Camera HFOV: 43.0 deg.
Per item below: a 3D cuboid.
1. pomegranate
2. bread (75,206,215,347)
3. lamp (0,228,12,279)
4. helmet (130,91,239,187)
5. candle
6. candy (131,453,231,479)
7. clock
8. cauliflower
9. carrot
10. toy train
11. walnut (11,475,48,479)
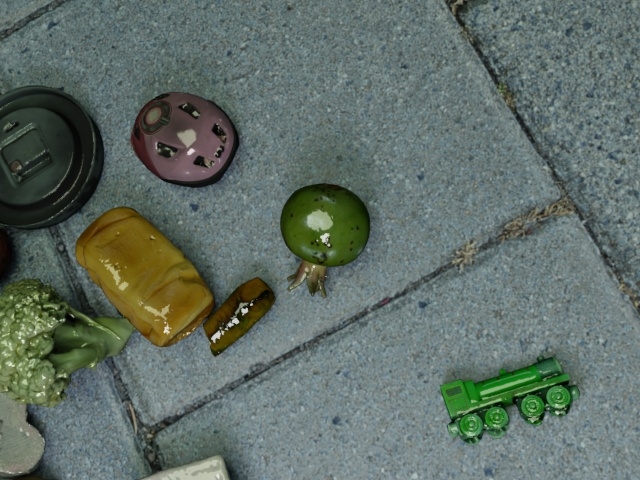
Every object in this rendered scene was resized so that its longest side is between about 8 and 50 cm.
[{"bbox_3d":[0.000,0.000,1.594,0.181,0.181,0.224,23,105,14],"label":"pomegranate"},{"bbox_3d":[-0.356,0.075,1.635,0.167,0.132,0.294,-38,71,-26],"label":"bread"},{"bbox_3d":[-0.742,0.030,1.722,0.157,0.135,0.156,1,79,8],"label":"lamp"},{"bbox_3d":[-0.297,-0.222,1.696,0.253,0.154,0.198,28,85,9],"label":"helmet"},{"bbox_3d":[-0.654,0.400,1.633,0.168,0.068,0.192,-21,71,-26],"label":"candle"},{"bbox_3d":[-0.226,0.590,1.488,0.208,0.145,0.359,-18,76,-14],"label":"candy"},{"bbox_3d":[-0.634,-0.179,1.784,0.325,0.067,0.325,-2,77,9],"label":"clock"},{"bbox_3d":[-0.537,0.219,1.601,0.281,0.327,0.260,29,101,-29],"label":"cauliflower"},{"bbox_3d":[-0.168,0.150,1.626,0.173,0.082,0.082,-41,75,-2],"label":"carrot"},{"bbox_3d":[0.349,0.294,1.511,0.251,0.085,0.119,-19,60,2],"label":"toy train"},{"bbox_3d":[-0.586,0.537,1.590,0.162,0.140,0.140,-22,75,16],"label":"walnut"}]
